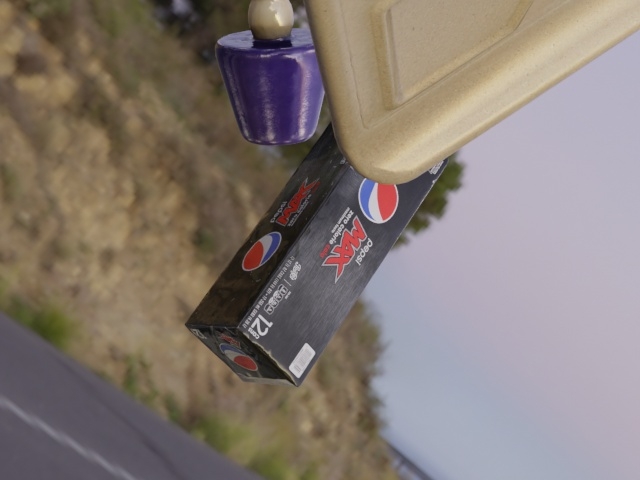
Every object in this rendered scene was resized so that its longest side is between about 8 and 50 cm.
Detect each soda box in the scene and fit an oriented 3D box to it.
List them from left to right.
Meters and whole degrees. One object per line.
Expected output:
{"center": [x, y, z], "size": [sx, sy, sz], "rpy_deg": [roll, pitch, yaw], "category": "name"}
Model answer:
{"center": [0.000, 0.000, 0.815], "size": [0.053, 0.169, 0.060], "rpy_deg": [47, -26, -25], "category": "soda box"}

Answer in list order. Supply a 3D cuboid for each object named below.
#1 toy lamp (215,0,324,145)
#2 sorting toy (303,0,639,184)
{"center": [-0.032, -0.196, 0.909], "size": [0.080, 0.080, 0.275], "rpy_deg": [34, -49, 58], "category": "toy lamp"}
{"center": [0.119, -0.160, 0.486], "size": [0.041, 0.307, 0.229], "rpy_deg": [53, -8, 26], "category": "sorting toy"}
